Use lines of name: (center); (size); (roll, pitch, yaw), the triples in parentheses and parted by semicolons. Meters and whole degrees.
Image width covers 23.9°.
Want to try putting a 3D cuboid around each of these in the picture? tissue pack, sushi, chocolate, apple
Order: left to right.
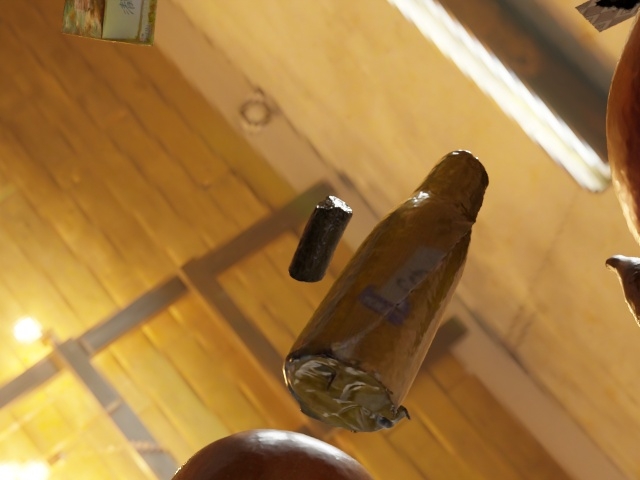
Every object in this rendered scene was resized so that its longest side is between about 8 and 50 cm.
tissue pack: (-0.234, -0.268, 1.668); (0.176, 0.062, 0.095); (-156, -109, -63)
apple: (-0.052, 0.298, 1.355); (0.253, 0.253, 0.253); (46, -18, 20)
chocolate: (0.052, 0.021, 0.979); (0.086, 0.219, 0.085); (18, -40, 16)
sushi: (0.353, -0.286, 1.703); (0.120, 0.126, 0.026); (17, 51, -65)

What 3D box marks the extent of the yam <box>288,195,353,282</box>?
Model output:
yam: (0.000, 0.000, 1.629); (0.043, 0.094, 0.043); (22, 11, -5)

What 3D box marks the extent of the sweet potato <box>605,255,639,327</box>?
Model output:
sweet potato: (0.473, 0.101, 2.134); (0.072, 0.066, 0.314); (24, 26, -21)

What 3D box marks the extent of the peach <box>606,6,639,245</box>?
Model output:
peach: (0.407, -0.150, 1.377); (0.380, 0.306, 0.242); (-62, -154, 28)
